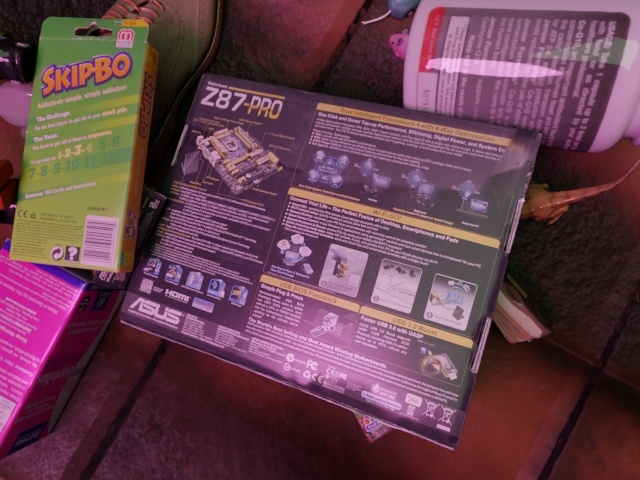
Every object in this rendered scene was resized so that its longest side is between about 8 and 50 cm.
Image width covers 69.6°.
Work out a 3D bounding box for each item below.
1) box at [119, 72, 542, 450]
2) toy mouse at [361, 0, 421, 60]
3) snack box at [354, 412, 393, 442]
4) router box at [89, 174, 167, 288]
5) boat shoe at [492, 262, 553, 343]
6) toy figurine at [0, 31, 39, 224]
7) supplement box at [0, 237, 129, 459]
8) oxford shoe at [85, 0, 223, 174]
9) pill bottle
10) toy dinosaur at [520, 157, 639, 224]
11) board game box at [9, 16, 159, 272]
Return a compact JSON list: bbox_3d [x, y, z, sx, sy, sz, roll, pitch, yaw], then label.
[{"bbox_3d":[0.000,0.000,0.523,0.394,0.097,0.318,15,87,16],"label":"box"},{"bbox_3d":[0.127,-0.298,0.621,0.143,0.031,0.161,7,85,2],"label":"toy mouse"},{"bbox_3d":[0.097,0.167,0.573,0.141,0.037,0.100,-29,83,-2],"label":"snack box"},{"bbox_3d":[-0.234,-0.019,0.543,0.038,0.092,0.123,21,100,-40],"label":"router box"},{"bbox_3d":[0.197,0.052,0.568,0.190,0.068,0.072,52,129,2],"label":"boat shoe"},{"bbox_3d":[-0.390,-0.122,0.521,0.148,0.213,0.210,6,85,-10],"label":"toy figurine"},{"bbox_3d":[-0.347,0.124,0.547,0.113,0.111,0.220,28,86,4],"label":"supplement box"},{"bbox_3d":[-0.210,-0.251,0.572,0.122,0.130,0.348,14,85,2],"label":"oxford shoe"},{"bbox_3d":[0.246,-0.182,0.493,0.283,0.161,0.161,14,84,22],"label":"pill bottle"},{"bbox_3d":[0.265,-0.044,0.546,0.211,0.112,0.064,-12,92,38],"label":"toy dinosaur"},{"bbox_3d":[-0.245,-0.102,0.483,0.124,0.039,0.260,6,90,8],"label":"board game box"}]
